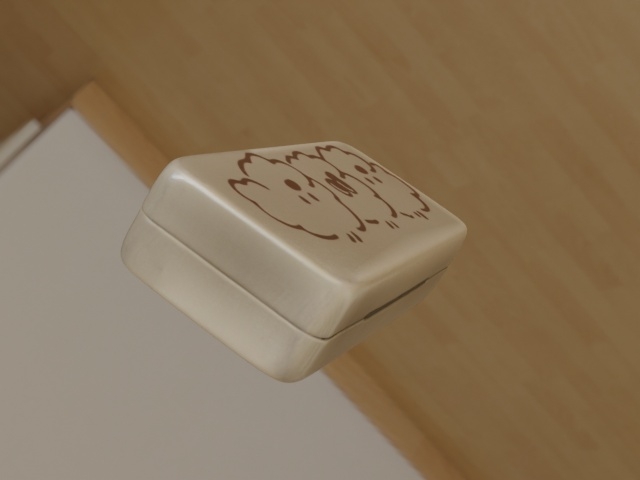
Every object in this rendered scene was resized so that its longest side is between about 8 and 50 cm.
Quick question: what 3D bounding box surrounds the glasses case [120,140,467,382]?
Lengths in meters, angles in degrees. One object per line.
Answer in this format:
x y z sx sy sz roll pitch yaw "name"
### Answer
0.000 0.000 0.794 0.144 0.336 0.076 36 107 11 "glasses case"
